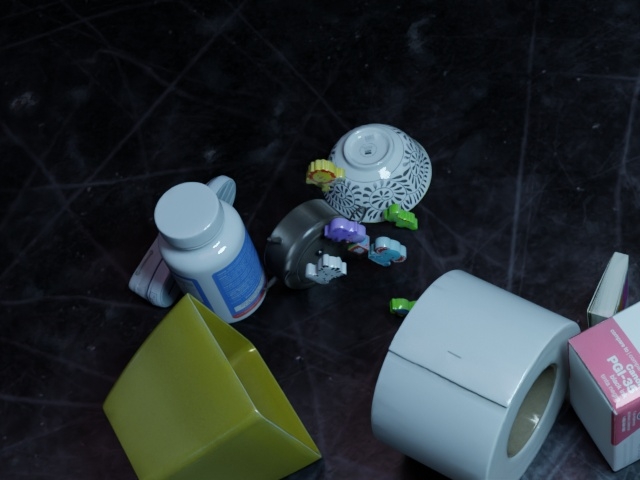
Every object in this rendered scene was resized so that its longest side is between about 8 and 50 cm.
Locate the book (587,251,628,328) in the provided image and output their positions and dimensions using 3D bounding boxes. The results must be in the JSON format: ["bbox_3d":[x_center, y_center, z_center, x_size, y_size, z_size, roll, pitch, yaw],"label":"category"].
[{"bbox_3d":[0.382,0.092,1.697,0.035,0.144,0.096,15,63,22],"label":"book"}]

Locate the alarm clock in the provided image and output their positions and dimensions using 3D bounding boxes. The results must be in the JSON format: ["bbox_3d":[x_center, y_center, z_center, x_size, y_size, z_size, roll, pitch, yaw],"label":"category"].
[{"bbox_3d":[0.000,0.000,1.861,0.192,0.129,0.064,-33,56,-32],"label":"alarm clock"}]

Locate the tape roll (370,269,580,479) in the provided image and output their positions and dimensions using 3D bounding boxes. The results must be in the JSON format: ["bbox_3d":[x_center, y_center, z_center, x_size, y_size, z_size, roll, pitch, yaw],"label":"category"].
[{"bbox_3d":[0.197,0.179,1.628,0.169,0.246,0.246,25,67,26],"label":"tape roll"}]

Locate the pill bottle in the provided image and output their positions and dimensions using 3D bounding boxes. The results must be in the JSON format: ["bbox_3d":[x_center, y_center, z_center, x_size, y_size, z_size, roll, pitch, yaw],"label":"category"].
[{"bbox_3d":[-0.157,0.016,1.825,0.124,0.221,0.124,-6,58,9],"label":"pill bottle"}]

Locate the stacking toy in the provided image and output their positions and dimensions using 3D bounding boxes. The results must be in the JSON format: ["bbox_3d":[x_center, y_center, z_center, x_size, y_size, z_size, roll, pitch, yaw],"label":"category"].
[{"bbox_3d":[0.067,0.000,1.802,0.052,0.221,0.167,-28,50,40],"label":"stacking toy"}]

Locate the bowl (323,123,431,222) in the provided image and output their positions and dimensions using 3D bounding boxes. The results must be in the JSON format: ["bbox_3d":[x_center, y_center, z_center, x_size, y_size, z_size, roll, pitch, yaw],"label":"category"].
[{"bbox_3d":[0.078,-0.118,1.939,0.170,0.080,0.170,-6,58,9],"label":"bowl"}]

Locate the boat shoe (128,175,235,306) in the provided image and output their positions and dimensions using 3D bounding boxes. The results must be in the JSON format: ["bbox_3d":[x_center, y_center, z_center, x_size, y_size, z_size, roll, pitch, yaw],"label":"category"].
[{"bbox_3d":[-0.212,-0.011,1.937,0.075,0.083,0.226,22,67,23],"label":"boat shoe"}]

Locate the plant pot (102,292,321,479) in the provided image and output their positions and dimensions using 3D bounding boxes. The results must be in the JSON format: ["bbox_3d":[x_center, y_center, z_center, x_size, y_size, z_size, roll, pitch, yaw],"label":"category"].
[{"bbox_3d":[-0.158,0.234,1.710,0.187,0.212,0.212,-37,57,3],"label":"plant pot"}]

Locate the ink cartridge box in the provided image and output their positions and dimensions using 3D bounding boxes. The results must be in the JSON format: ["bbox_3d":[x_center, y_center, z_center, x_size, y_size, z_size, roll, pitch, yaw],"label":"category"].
[{"bbox_3d":[0.457,0.143,1.609,0.283,0.207,0.117,-27,58,-4],"label":"ink cartridge box"}]
